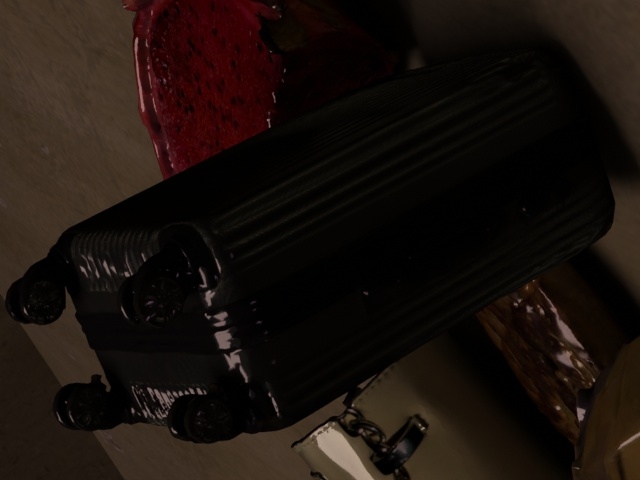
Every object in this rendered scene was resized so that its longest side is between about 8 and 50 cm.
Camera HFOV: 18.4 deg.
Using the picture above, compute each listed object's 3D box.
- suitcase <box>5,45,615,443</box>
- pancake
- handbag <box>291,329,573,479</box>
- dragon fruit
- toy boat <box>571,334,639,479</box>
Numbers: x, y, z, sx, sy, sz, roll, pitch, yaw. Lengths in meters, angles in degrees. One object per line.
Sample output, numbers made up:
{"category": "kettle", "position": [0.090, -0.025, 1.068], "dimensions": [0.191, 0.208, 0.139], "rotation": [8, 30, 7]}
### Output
{"category": "suitcase", "position": [0.000, 0.000, 1.104], "dimensions": [0.202, 0.312, 0.128], "rotation": [-4, 110, 59]}
{"category": "pancake", "position": [0.173, 0.079, 1.299], "dimensions": [0.212, 0.056, 0.257], "rotation": [46, 171, 30]}
{"category": "handbag", "position": [0.146, 0.237, 1.483], "dimensions": [0.358, 0.160, 0.237], "rotation": [47, 180, 3]}
{"category": "dragon fruit", "position": [-0.040, -0.121, 1.292], "dimensions": [0.161, 0.126, 0.274], "rotation": [51, 150, 21]}
{"category": "toy boat", "position": [0.265, 0.204, 1.207], "dimensions": [0.162, 0.136, 0.445], "rotation": [-6, 137, 22]}
